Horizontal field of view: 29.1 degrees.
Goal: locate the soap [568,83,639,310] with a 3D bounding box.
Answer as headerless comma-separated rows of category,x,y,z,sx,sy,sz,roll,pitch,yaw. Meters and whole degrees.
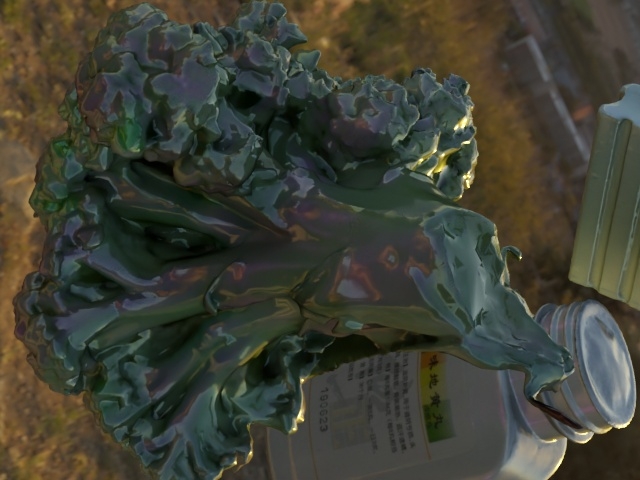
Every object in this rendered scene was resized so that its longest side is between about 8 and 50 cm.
soap,0.300,-0.030,1.112,0.066,0.119,0.198,-42,146,-39

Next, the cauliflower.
cauliflower,0.000,0.000,0.595,0.256,0.315,0.239,-20,118,-41

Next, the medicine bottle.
medicine bottle,0.109,0.144,1.095,0.124,0.324,0.179,32,48,-43
